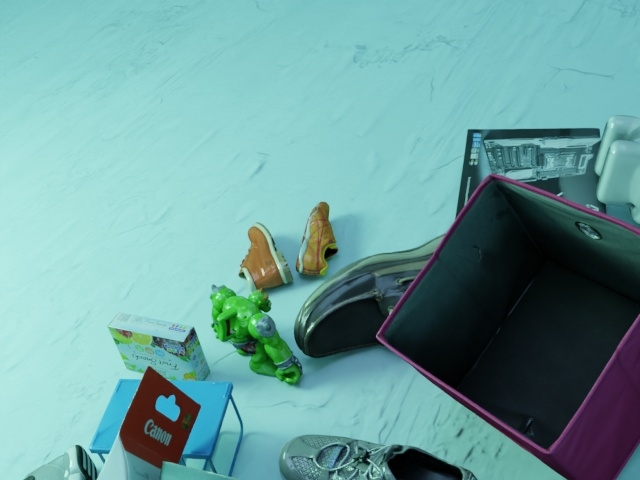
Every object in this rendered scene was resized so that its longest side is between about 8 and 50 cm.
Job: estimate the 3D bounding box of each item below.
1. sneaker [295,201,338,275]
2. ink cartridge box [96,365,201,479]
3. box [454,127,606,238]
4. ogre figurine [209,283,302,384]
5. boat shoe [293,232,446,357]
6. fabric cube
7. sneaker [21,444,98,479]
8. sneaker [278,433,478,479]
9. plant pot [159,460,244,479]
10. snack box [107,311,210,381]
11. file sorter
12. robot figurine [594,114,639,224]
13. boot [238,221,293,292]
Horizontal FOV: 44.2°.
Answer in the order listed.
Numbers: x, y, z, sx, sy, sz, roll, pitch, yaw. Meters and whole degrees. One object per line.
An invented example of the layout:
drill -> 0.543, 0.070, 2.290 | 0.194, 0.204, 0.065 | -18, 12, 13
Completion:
sneaker -> 0.000, 0.000, 1.405 | 0.068, 0.064, 0.175 | 13, 47, -1
ink cartridge box -> -0.191, 0.283, 0.895 | 0.066, 0.189, 0.232 | 19, 69, 20
box -> 0.368, -0.083, 1.381 | 0.243, 0.076, 0.307 | 2, 41, 16
ogre figurine -> -0.110, 0.138, 1.212 | 0.097, 0.118, 0.197 | -23, 42, -13
boat shoe -> 0.132, 0.092, 1.196 | 0.356, 0.132, 0.130 | -24, 41, -12
fabric cube -> 0.278, 0.118, 0.961 | 0.254, 0.258, 0.259 | 31, 83, 41
sneaker -> -0.359, 0.380, 1.031 | 0.132, 0.086, 0.228 | -22, 30, -5
sneaker -> 0.076, 0.285, 0.993 | 0.281, 0.115, 0.105 | 6, 43, 21
plant pot -> -0.053, 0.368, 0.836 | 0.293, 0.293, 0.196 | 6, 70, 21
snack box -> -0.251, 0.168, 1.227 | 0.141, 0.100, 0.037 | 8, 43, 24
file sorter -> -0.206, 0.272, 1.091 | 0.170, 0.104, 0.118 | 0, 41, 13
robot figurine -> 0.620, -0.108, 1.231 | 0.354, 0.199, 0.299 | 9, 47, 10
boot -> -0.114, 0.029, 1.392 | 0.085, 0.059, 0.158 | -24, 42, -6
